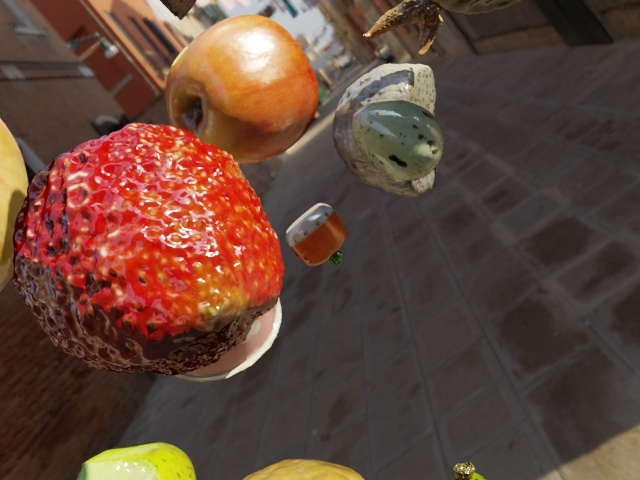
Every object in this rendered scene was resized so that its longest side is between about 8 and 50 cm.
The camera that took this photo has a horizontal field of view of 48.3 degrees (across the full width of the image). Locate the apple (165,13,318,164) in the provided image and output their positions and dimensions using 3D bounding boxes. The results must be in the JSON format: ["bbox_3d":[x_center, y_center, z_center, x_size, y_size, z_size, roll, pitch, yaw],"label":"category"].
[{"bbox_3d":[-0.138,-0.251,1.212,0.241,0.242,0.242,-38,7,-38],"label":"apple"}]

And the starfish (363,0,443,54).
[{"bbox_3d":[0.190,-0.488,1.385,0.050,0.138,0.247,-73,3,-79],"label":"starfish"}]

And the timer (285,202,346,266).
[{"bbox_3d":[0.000,0.000,1.434,0.136,0.136,0.099,-45,17,-30],"label":"timer"}]

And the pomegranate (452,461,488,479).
[{"bbox_3d":[0.336,0.580,1.581,0.143,0.122,0.169,-19,-49,-41],"label":"pomegranate"}]

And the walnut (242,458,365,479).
[{"bbox_3d":[-0.041,0.432,0.918,0.333,0.333,0.333,-38,10,8],"label":"walnut"}]

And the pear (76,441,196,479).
[{"bbox_3d":[-0.282,0.452,1.084,0.286,0.176,0.281,87,-154,-47],"label":"pear"}]

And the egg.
[{"bbox_3d":[0.127,-0.167,1.188,0.131,0.164,0.131,-164,90,-77],"label":"egg"}]

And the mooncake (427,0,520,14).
[{"bbox_3d":[0.275,-0.494,1.133,0.285,0.155,0.284,-16,-20,-6],"label":"mooncake"}]

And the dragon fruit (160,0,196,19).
[{"bbox_3d":[-0.374,-0.659,1.749,0.189,0.162,0.261,-19,-12,1],"label":"dragon fruit"}]

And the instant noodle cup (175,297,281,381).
[{"bbox_3d":[-0.194,0.064,1.139,0.243,0.243,0.231,-45,-31,-28],"label":"instant noodle cup"}]

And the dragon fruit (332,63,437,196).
[{"bbox_3d":[0.122,-0.237,1.537,0.221,0.282,0.204,8,13,34],"label":"dragon fruit"}]

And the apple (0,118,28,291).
[{"bbox_3d":[-0.608,-0.051,0.992,0.347,0.391,0.391,-25,17,42],"label":"apple"}]

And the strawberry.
[{"bbox_3d":[-0.151,0.020,0.685,0.257,0.257,0.277,-42,41,-15],"label":"strawberry"}]
